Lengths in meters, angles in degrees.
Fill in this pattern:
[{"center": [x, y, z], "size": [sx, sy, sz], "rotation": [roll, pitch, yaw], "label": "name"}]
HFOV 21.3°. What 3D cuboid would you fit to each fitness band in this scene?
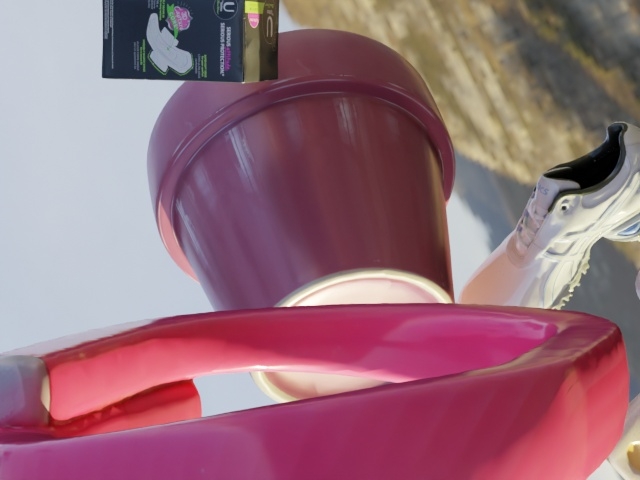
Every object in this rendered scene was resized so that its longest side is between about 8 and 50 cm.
[{"center": [0.002, 0.056, 0.618], "size": [0.291, 0.209, 0.054], "rotation": [-13, -81, -72], "label": "fitness band"}]

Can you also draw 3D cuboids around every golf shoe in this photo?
[{"center": [0.147, -0.012, 1.097], "size": [0.086, 0.176, 0.069], "rotation": [45, -172, -41], "label": "golf shoe"}]

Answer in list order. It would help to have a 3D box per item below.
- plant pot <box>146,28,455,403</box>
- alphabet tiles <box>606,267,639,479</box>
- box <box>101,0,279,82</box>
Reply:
[{"center": [0.000, 0.000, 1.068], "size": [0.201, 0.201, 0.180], "rotation": [56, -167, -46], "label": "plant pot"}, {"center": [0.294, 0.065, 0.909], "size": [0.284, 0.278, 0.021], "rotation": [45, -177, -26], "label": "alphabet tiles"}, {"center": [-0.070, -0.113, 0.935], "size": [0.062, 0.083, 0.052], "rotation": [-22, -65, -71], "label": "box"}]
